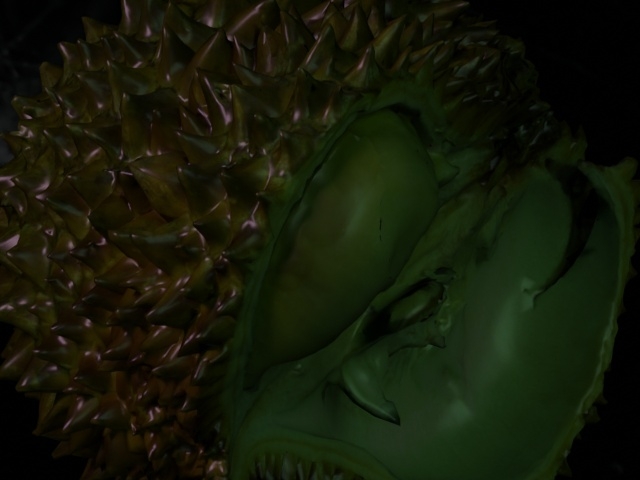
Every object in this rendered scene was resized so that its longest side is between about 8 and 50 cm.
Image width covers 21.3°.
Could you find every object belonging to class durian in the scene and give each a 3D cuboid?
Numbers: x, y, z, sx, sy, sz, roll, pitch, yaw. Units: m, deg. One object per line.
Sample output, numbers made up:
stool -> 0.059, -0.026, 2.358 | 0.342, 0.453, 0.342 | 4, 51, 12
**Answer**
durian -> -0.003, -0.001, 0.570 | 0.237, 0.176, 0.200 | 8, 111, -47
